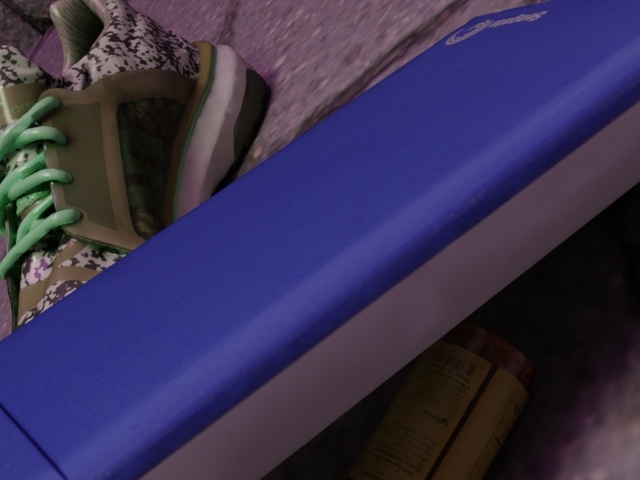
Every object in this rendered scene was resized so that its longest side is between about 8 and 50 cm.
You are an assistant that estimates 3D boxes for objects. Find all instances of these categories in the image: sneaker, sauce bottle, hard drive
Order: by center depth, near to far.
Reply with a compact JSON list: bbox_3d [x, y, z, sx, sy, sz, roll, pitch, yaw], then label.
[{"bbox_3d":[0.027,0.087,0.400,0.128,0.042,0.042,-55,23,-17],"label":"sauce bottle"},{"bbox_3d":[0.000,0.000,0.449,0.318,0.040,0.210,-36,17,-18],"label":"hard drive"},{"bbox_3d":[-0.169,-0.035,0.774,0.158,0.182,0.410,-36,26,30],"label":"sneaker"}]
